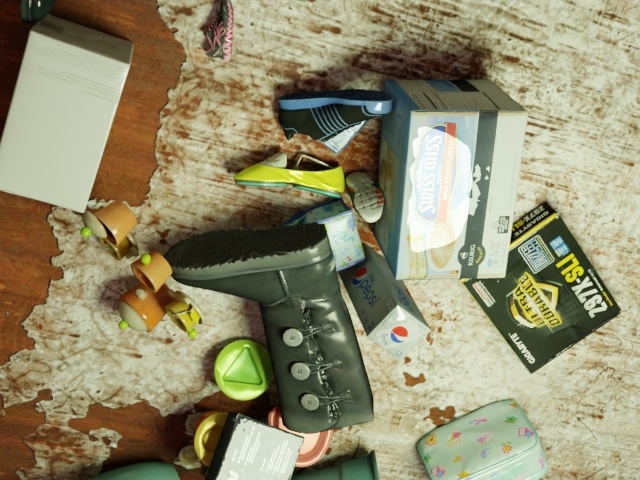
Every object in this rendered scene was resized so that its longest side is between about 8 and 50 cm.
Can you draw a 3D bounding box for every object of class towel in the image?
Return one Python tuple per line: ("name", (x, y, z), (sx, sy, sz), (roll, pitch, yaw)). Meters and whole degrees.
("towel", (0.048, -0.233, 1.793), (0.067, 0.029, 0.119), (38, 104, -20))

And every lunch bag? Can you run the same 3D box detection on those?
("lunch bag", (0.373, 0.505, 2.084), (0.279, 0.224, 0.108), (-25, 116, 1))
("lunch bag", (0.000, 0.000, 1.857), (0.151, 0.096, 0.129), (-23, 117, -10))

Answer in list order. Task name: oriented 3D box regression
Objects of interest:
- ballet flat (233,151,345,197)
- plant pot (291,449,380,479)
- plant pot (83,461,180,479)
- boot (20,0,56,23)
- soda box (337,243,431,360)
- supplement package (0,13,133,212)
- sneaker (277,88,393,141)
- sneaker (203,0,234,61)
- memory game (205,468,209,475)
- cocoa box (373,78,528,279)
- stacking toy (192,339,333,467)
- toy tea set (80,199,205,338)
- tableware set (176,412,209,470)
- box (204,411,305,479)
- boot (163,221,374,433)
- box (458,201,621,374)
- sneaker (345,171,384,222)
("ballet flat", (-0.060, -0.137, 1.804), (0.230, 0.077, 0.077), (7, 92, -16))
("plant pot", (-0.016, 0.672, 2.050), (0.334, 0.341, 0.341), (-8, 116, 1))
("plant pot", (-0.398, 0.628, 1.987), (0.235, 0.293, 0.293), (-23, 117, -16))
("boot", (-0.393, -0.473, 1.536), (0.207, 0.094, 0.247), (11, 83, -13))
("soda box", (0.125, 0.119, 1.826), (0.098, 0.286, 0.091), (37, 102, -23))
("supplement package", (-0.466, -0.231, 1.623), (0.175, 0.177, 0.293), (16, 110, -16))
("sneaker", (0.031, -0.238, 1.730), (0.232, 0.081, 0.091), (3, 116, 22))
("sneaker", (-0.190, -0.394, 1.673), (0.057, 0.047, 0.119), (7, 113, 0))
("memory game", (-0.177, 0.539, 2.112), (0.186, 0.012, 0.186), (-7, 121, -11))
("cocoa box", (0.241, -0.123, 1.764), (0.227, 0.231, 0.347), (-1, 115, -9))
("stacking toy", (-0.133, 0.368, 2.016), (0.308, 0.130, 0.280), (7, 82, -17))
("toy tea set", (-0.377, 0.072, 1.760), (0.124, 0.200, 0.336), (-43, 118, -23))
("tableware set", (-0.254, 0.470, 2.073), (0.141, 0.020, 0.169), (13, 111, -16))
("box", (-0.138, 0.460, 1.887), (0.158, 0.093, 0.156), (23, 77, -15))
("boot", (-0.100, 0.196, 1.860), (0.366, 0.146, 0.445), (-4, 121, 22))
("box", (0.484, 0.111, 2.003), (0.257, 0.079, 0.322), (-36, 115, 6))
("sneaker", (0.093, -0.076, 1.808), (0.061, 0.158, 0.065), (-11, 128, -4))
